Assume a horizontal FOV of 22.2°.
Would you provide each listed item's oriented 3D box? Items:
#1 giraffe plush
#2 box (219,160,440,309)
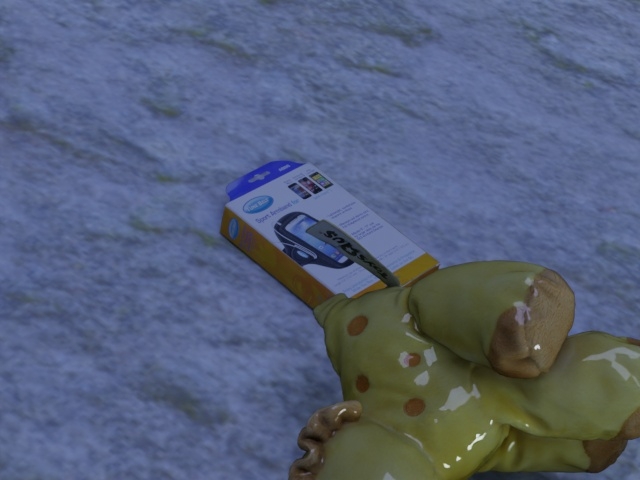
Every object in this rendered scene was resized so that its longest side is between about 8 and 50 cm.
[{"bbox_3d":[0.054,0.110,0.858,0.210,0.181,0.170,26,62,-4],"label":"giraffe plush"},{"bbox_3d":[0.000,0.000,1.050,0.136,0.028,0.081,37,45,27],"label":"box"}]
